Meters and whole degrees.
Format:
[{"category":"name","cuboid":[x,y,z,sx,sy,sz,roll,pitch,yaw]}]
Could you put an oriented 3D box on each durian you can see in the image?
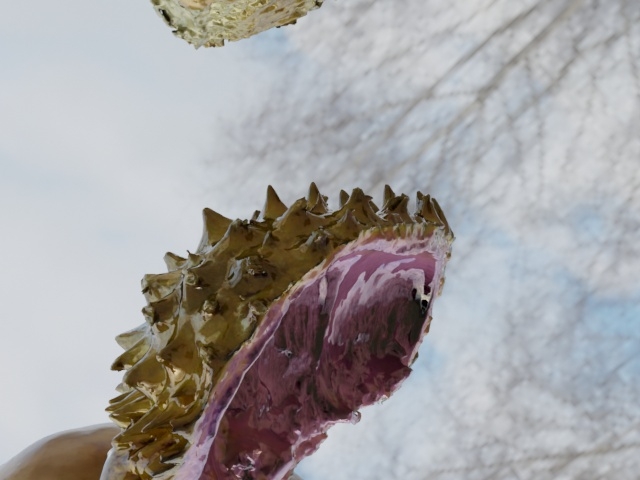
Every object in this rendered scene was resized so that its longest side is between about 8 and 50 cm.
[{"category":"durian","cuboid":[-0.021,0.038,0.971,0.112,0.191,0.341,27,-151,25]}]

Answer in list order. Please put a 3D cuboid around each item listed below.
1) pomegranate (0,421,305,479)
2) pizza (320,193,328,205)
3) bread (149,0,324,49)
[{"category":"pomegranate","cuboid":[-0.145,0.343,1.344,0.411,0.411,0.411,25,-138,-25]},{"category":"pizza","cuboid":[-0.002,0.012,1.528,0.099,0.029,0.100,-24,-74,-68]},{"category":"bread","cuboid":[-0.080,-0.252,1.139,0.174,0.121,0.245,-20,-108,-29]}]
